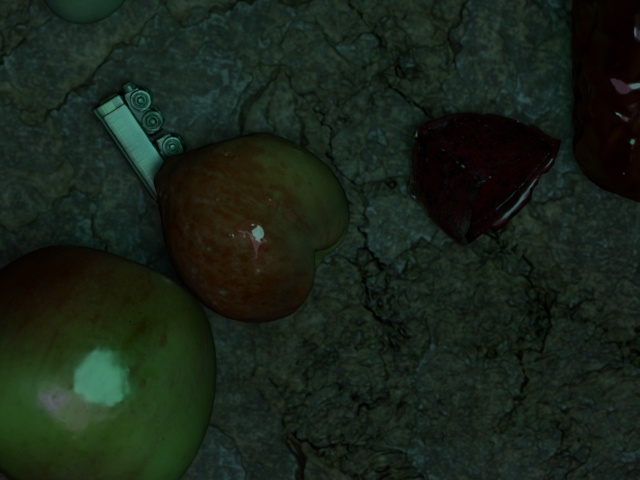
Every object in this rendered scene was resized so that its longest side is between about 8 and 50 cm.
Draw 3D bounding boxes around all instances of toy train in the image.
[{"bbox_3d":[-0.204,-0.116,1.405,0.071,0.038,0.148,-32,106,4],"label":"toy train"}]

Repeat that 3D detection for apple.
[{"bbox_3d":[-0.265,0.151,1.327,0.319,0.319,0.277,35,72,-14],"label":"apple"}]

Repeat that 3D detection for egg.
[{"bbox_3d":[-0.255,-0.315,1.310,0.114,0.114,0.152,22,100,-12],"label":"egg"}]

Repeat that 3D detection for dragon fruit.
[{"bbox_3d":[0.197,-0.090,1.450,0.161,0.120,0.127,-26,63,-26],"label":"dragon fruit"}]

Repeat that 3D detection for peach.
[{"bbox_3d":[-0.088,-0.025,1.368,0.233,0.232,0.232,-2,103,-7],"label":"peach"}]

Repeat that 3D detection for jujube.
[{"bbox_3d":[0.390,-0.211,1.390,0.216,0.216,0.342,0,115,-7],"label":"jujube"}]
